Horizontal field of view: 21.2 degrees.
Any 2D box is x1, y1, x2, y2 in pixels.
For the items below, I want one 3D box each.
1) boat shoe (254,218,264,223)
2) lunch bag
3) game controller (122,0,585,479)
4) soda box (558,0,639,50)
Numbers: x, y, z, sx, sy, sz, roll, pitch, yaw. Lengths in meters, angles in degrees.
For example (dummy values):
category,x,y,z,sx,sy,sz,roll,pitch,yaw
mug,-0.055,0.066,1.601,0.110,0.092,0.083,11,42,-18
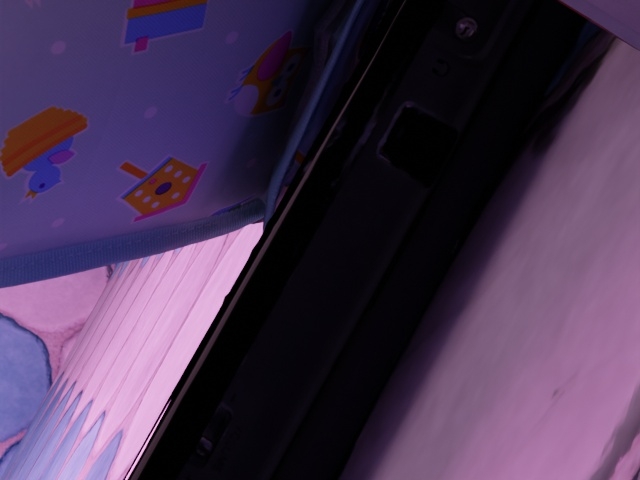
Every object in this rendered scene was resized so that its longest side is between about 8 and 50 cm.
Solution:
category,x,y,z,sx,sy,sz,roll,pitch,yaw
boat shoe,0.005,-0.082,0.765,0.223,0.080,0.073,-49,7,35
lunch bag,-0.049,-0.112,0.595,0.262,0.160,0.223,-6,-49,-42
game controller,0.000,0.000,0.535,0.319,0.067,0.166,-60,8,-7
soda box,0.103,-0.176,0.461,0.092,0.083,0.263,-52,12,48
